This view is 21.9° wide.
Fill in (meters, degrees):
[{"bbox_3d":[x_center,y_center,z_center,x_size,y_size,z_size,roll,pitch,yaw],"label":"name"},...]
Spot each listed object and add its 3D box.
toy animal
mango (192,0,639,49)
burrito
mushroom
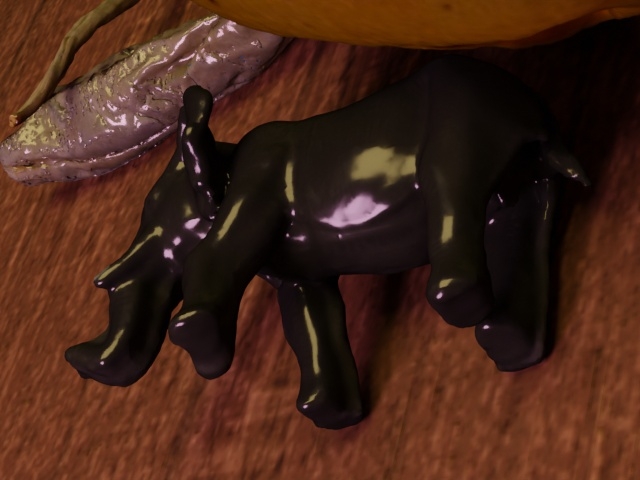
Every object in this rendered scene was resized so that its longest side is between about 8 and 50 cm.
[{"bbox_3d":[0.001,0.003,0.712,0.245,0.114,0.146,-10,53,15],"label":"toy animal"},{"bbox_3d":[0.040,-0.176,0.706,0.365,0.253,0.182,-147,53,-62],"label":"mango"},{"bbox_3d":[-0.093,-0.092,0.947,0.229,0.058,0.063,-30,42,30],"label":"burrito"},{"bbox_3d":[-0.118,-0.153,1.015,0.026,0.028,0.286,114,-179,-48],"label":"mushroom"}]
